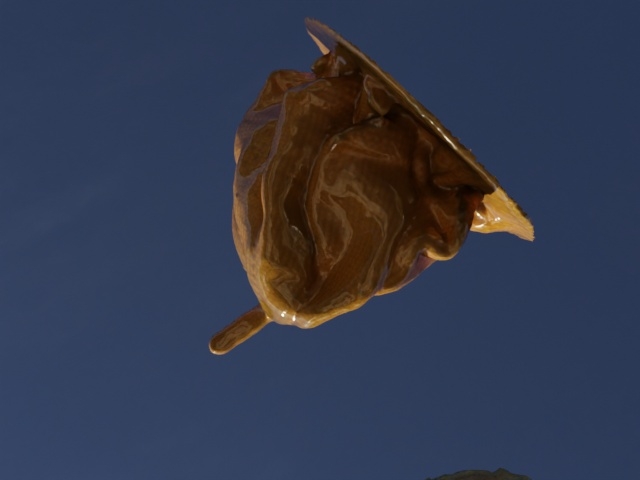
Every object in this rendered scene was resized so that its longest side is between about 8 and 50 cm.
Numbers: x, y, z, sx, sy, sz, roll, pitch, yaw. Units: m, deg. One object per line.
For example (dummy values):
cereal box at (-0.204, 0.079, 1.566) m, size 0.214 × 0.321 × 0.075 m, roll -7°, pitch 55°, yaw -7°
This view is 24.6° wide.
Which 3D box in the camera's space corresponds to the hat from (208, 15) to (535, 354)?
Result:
hat at (0.000, 0.000, 1.106) m, size 0.233 × 0.244 × 0.233 m, roll 43°, pitch -91°, yaw 10°

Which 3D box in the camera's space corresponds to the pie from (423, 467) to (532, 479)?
pie at (0.109, 0.308, 1.223) m, size 0.277 × 0.277 × 0.078 m, roll -34°, pitch -45°, yaw 6°
